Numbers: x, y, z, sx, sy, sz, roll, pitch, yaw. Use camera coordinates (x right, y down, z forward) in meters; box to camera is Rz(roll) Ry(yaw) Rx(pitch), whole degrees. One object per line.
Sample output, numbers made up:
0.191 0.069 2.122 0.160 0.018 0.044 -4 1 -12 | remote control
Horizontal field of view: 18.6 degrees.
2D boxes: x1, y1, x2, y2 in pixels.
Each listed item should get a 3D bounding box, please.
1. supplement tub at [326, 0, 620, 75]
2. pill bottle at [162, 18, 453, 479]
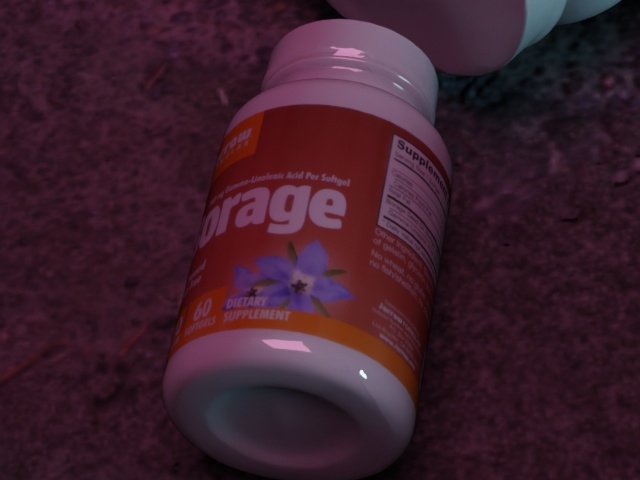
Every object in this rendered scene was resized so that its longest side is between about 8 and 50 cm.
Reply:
0.137 -0.270 1.066 0.241 0.241 0.331 33 65 28 | supplement tub
0.000 0.000 0.961 0.121 0.121 0.216 3 54 11 | pill bottle
